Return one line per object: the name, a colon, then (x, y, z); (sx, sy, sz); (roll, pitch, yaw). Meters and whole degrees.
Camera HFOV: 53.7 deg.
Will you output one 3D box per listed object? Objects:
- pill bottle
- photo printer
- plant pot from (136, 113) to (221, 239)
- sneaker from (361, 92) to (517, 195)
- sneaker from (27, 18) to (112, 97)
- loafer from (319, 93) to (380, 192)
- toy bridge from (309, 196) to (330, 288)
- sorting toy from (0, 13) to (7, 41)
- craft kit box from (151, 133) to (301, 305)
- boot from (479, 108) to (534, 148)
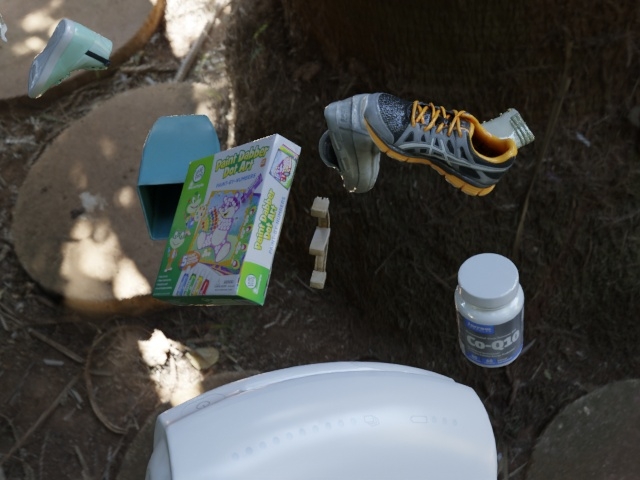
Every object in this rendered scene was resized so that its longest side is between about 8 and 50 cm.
pill bottle: (0.198, 0.083, 0.743); (0.078, 0.137, 0.078); (-9, 47, 10)
photo printer: (0.005, 0.243, 0.452); (0.256, 0.107, 0.307); (0, 93, -23)
plant pot: (-0.283, -0.147, 1.325); (0.165, 0.165, 0.234); (-5, 51, -7)
sneaker: (0.152, -0.136, 0.802); (0.215, 0.083, 0.084); (22, 57, -16)
sneaker: (-0.623, -0.427, 1.584); (0.256, 0.151, 0.094); (-36, 58, 33)
loafer: (0.053, -0.168, 1.133); (0.111, 0.319, 0.112); (3, 72, 1)
toy bridge: (0.000, 0.000, 1.079); (0.026, 0.188, 0.063); (9, 44, 8)
sorting toy: (-0.760, -0.508, 1.486); (0.045, 0.083, 0.075); (-29, 74, -22)
craft kit box: (-0.151, -0.023, 0.981); (0.250, 0.061, 0.247); (-7, 62, 48)
boot: (0.394, -0.273, 1.541); (0.165, 0.077, 0.213); (-34, 61, 0)
